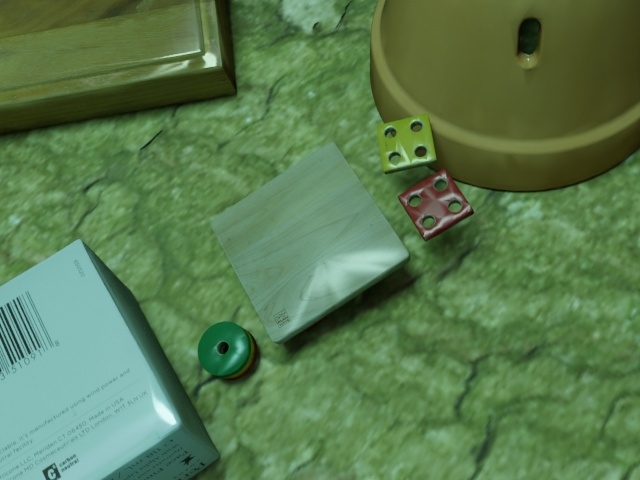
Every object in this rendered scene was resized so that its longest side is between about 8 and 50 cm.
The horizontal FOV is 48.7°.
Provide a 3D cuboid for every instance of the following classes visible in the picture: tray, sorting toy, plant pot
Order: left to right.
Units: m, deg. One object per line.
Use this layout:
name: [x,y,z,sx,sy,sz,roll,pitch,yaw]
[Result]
tray: [-0.306,-0.225,0.738,0.410,0.076,0.203,-9,79,3]
sorting toy: [0.000,0.000,0.616,0.274,0.046,0.132,-34,64,3]
plant pot: [0.182,-0.219,0.621,0.290,0.203,0.291,-3,63,6]

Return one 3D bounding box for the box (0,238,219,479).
box: [-0.206,0.132,0.549,0.181,0.119,0.182,-33,65,-9]
